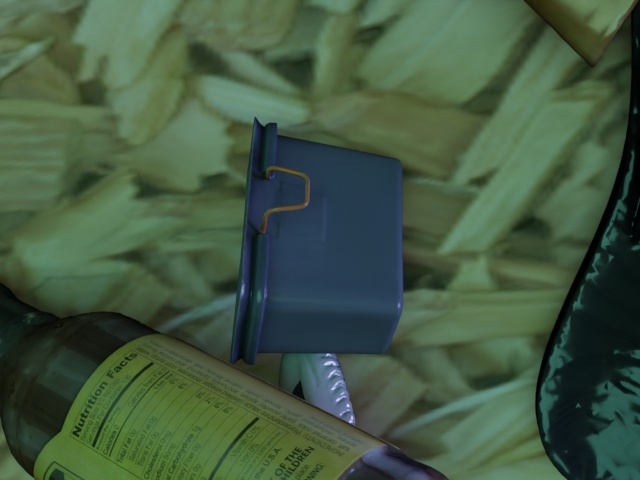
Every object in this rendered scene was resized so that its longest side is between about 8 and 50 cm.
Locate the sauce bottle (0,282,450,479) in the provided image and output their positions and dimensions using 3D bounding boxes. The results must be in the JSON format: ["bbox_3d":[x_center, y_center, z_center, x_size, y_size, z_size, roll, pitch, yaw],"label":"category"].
[{"bbox_3d":[-0.092,0.106,0.618,0.344,0.111,0.111,22,98,33],"label":"sauce bottle"}]

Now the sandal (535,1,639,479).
[{"bbox_3d":[0.239,-0.054,0.625,0.167,0.107,0.446,12,96,4],"label":"sandal"}]

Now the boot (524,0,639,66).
[{"bbox_3d":[0.050,-0.194,0.626,0.280,0.096,0.264,41,99,5],"label":"boot"}]

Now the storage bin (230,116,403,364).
[{"bbox_3d":[0.000,0.000,0.644,0.091,0.098,0.135,5,56,-5],"label":"storage bin"}]

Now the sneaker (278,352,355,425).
[{"bbox_3d":[-0.052,0.176,0.682,0.153,0.094,0.235,-3,105,-3],"label":"sneaker"}]
